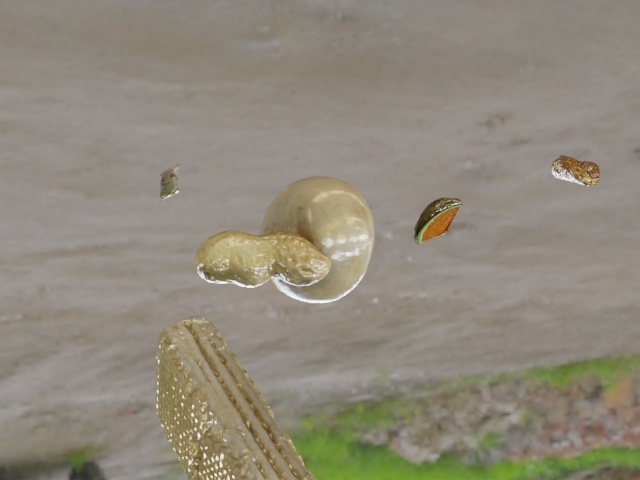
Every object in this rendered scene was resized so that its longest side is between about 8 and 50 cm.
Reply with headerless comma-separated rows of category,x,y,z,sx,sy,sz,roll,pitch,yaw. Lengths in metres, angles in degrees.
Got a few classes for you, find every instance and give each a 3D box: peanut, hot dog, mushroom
peanut,-0.096,0.033,2.084,0.228,0.104,0.086,-1,135,2
hot dog,0.367,-0.101,1.802,0.058,0.035,0.083,11,-173,-22
mushroom,0.000,0.000,2.209,0.226,0.226,0.178,-21,153,35

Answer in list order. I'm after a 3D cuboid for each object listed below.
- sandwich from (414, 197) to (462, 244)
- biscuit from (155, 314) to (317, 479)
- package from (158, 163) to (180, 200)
sandwich,0.199,-0.033,2.190,0.069,0.026,0.101,-2,131,-38
biscuit,-0.079,0.242,1.319,0.078,0.426,0.144,-9,122,-24
package,-0.222,-0.085,1.842,0.037,0.015,0.110,-30,-155,6
